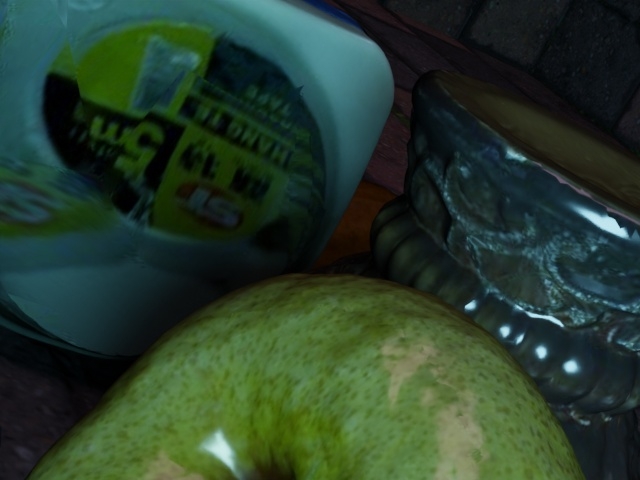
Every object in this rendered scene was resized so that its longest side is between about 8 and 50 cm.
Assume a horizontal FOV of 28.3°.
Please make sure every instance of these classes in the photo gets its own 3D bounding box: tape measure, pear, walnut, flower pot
[{"bbox_3d":[-0.112,-0.063,0.749,0.259,0.262,0.138,21,12,-23],"label":"tape measure"},{"bbox_3d":[0.000,0.136,0.430,0.188,0.211,0.228,20,53,35],"label":"pear"},{"bbox_3d":[0.000,0.000,1.021,0.116,0.116,0.207,40,27,31],"label":"walnut"},{"bbox_3d":[0.074,0.073,0.639,0.266,0.267,0.266,27,17,-9],"label":"flower pot"}]
